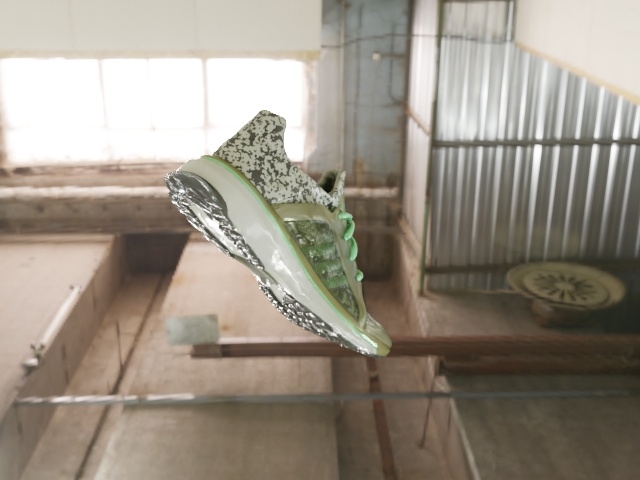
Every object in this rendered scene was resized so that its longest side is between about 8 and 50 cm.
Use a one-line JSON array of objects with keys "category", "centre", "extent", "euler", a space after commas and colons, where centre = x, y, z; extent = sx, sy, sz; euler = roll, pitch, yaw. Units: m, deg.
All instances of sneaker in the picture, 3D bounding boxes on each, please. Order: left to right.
[{"category": "sneaker", "centre": [0.000, 0.000, 1.006], "extent": [0.182, 0.410, 0.158], "euler": [-51, -142, -15]}]
